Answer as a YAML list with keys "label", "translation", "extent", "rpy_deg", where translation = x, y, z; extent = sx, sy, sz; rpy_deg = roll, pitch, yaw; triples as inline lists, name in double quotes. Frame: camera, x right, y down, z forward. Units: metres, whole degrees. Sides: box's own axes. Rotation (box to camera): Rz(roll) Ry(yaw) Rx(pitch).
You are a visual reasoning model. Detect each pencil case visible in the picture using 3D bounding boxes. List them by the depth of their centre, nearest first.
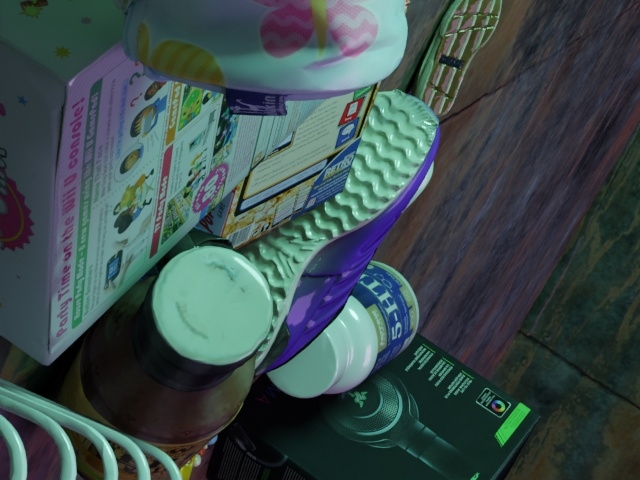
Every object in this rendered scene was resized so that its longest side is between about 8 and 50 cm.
- label: "pencil case"
  translation: [-0.019, -0.194, 0.628]
  extent: [0.113, 0.124, 0.273]
  rpy_deg: [-60, 155, -67]

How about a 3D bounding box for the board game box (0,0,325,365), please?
- label: "board game box"
  translation: [-0.078, -0.108, 0.838]
  extent: [0.303, 0.097, 0.224]
  rpy_deg: [-46, 162, -37]

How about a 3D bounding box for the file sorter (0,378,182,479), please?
- label: "file sorter"
  translation: [-0.205, 0.156, 0.788]
  extent: [0.277, 0.173, 0.192]
  rpy_deg: [49, 64, -75]

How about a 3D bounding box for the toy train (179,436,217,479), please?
- label: "toy train"
  translation: [-0.124, 0.153, 1.382]
  extent: [0.166, 0.046, 0.125]
  rpy_deg: [93, 12, -50]

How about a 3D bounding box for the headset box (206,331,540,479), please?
- label: "headset box"
  translation: [0.066, 0.232, 1.687]
  extent: [0.246, 0.283, 0.131]
  rpy_deg: [-43, 161, -39]

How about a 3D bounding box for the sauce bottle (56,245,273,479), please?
- label: "sauce bottle"
  translation: [-0.105, 0.087, 0.995]
  extent: [0.111, 0.111, 0.344]
  rpy_deg: [-50, 179, -22]

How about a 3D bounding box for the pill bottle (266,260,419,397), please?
- label: "pill bottle"
  translation: [0.017, 0.093, 1.562]
  extent: [0.112, 0.112, 0.187]
  rpy_deg: [-62, 165, 24]

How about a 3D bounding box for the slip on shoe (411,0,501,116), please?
- label: "slip on shoe"
  translation: [0.125, -0.183, 1.457]
  extent: [0.135, 0.051, 0.041]
  rpy_deg: [-68, -157, 14]

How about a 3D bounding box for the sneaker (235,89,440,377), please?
- label: "sneaker"
  translation: [-0.001, 0.000, 1.305]
  extent: [0.293, 0.102, 0.146]
  rpy_deg: [-50, 160, 8]

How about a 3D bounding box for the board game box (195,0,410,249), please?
- label: "board game box"
  translation: [-0.021, -0.088, 1.119]
  extent: [0.147, 0.045, 0.193]
  rpy_deg: [-30, 152, -39]

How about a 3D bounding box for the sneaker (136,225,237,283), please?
- label: "sneaker"
  translation: [-0.097, 0.021, 1.082]
  extent: [0.058, 0.085, 0.152]
  rpy_deg: [-52, 166, -14]

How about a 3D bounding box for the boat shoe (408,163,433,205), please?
- label: "boat shoe"
  translation: [0.009, -0.014, 1.405]
  extent: [0.070, 0.078, 0.219]
  rpy_deg: [25, 107, -42]
